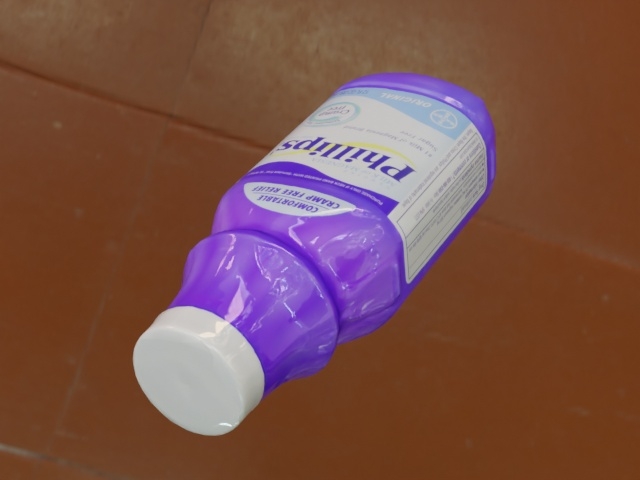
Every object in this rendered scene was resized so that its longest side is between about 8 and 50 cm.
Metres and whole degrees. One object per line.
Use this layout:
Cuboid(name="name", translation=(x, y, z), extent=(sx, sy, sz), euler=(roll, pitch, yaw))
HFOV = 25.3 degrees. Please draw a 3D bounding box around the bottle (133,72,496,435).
Cuboid(name="bottle", translation=(0.000, 0.000, 0.806), extent=(0.118, 0.283, 0.092), euler=(13, 126, 27))
